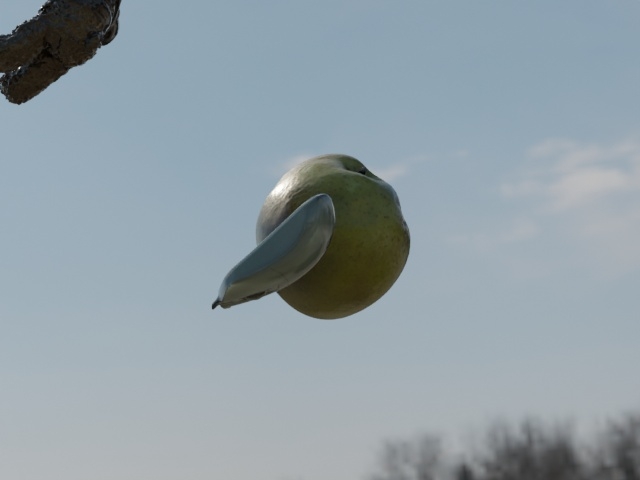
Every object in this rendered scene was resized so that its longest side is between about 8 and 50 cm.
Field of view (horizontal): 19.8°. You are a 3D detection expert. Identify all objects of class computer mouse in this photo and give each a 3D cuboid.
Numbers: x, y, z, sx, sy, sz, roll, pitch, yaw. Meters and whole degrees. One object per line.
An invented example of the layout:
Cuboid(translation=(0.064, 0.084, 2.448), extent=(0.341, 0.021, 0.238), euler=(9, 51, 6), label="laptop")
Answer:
Cuboid(translation=(-0.026, 0.016, 1.233), extent=(0.110, 0.032, 0.056), euler=(-42, -13, -12), label="computer mouse")

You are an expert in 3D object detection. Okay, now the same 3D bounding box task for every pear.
Cuboid(translation=(0.000, 0.000, 1.534), extent=(0.141, 0.141, 0.104), euler=(-15, 5, 38), label="pear")

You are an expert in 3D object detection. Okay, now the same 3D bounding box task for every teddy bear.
Cuboid(translation=(-0.199, -0.179, 1.475), extent=(0.078, 0.160, 0.119), euler=(30, -14, 25), label="teddy bear")
